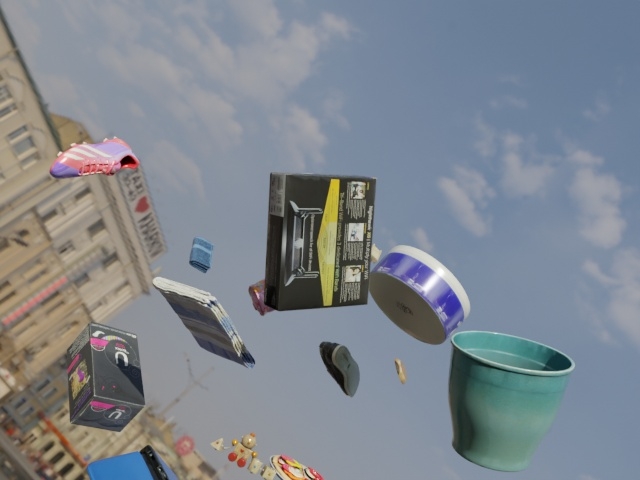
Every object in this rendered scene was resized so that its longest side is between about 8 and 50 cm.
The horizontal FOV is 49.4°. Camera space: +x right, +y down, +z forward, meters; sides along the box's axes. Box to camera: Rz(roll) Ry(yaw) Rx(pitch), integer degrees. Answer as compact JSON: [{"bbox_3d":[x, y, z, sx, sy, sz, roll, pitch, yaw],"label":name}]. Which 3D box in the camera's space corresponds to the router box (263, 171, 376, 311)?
[{"bbox_3d":[0.000,0.000,1.601,0.081,0.243,0.308,15,-77,58],"label":"router box"}]

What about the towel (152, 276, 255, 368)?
[{"bbox_3d":[-0.287,0.206,1.718,0.209,0.034,0.285,14,-36,34],"label":"towel"}]

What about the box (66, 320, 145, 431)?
[{"bbox_3d":[-0.628,0.396,2.027,0.165,0.143,0.270,24,31,-39],"label":"box"}]

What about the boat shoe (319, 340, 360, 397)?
[{"bbox_3d":[0.061,0.387,2.099,0.079,0.084,0.233,10,-40,34],"label":"boat shoe"}]

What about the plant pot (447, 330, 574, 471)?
[{"bbox_3d":[0.409,0.368,1.573,0.272,0.272,0.255,17,-78,46],"label":"plant pot"}]

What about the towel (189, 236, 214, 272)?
[{"bbox_3d":[-0.341,0.037,1.998,0.067,0.119,0.029,31,-59,-22],"label":"towel"}]

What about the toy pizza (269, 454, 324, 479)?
[{"bbox_3d":[-0.043,0.610,1.793,0.201,0.032,0.201,34,-1,0],"label":"toy pizza"}]

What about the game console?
[{"bbox_3d":[-0.480,0.723,1.924,0.293,0.173,0.250,36,-24,53],"label":"game console"}]

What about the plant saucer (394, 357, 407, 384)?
[{"bbox_3d":[0.246,0.395,2.108,0.083,0.015,0.083,-20,90,-78],"label":"plant saucer"}]

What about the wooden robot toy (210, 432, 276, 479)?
[{"bbox_3d":[-0.174,0.505,1.674,0.173,0.079,0.076,31,-10,3],"label":"wooden robot toy"}]

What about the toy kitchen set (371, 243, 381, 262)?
[{"bbox_3d":[0.122,0.046,2.033,0.068,0.075,0.083,44,-65,-6],"label":"toy kitchen set"}]

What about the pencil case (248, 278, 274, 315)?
[{"bbox_3d":[-0.100,0.155,2.372,0.124,0.284,0.124,55,-21,33],"label":"pencil case"}]

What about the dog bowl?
[{"bbox_3d":[0.251,0.144,1.812,0.265,0.104,0.265,38,-23,19],"label":"dog bowl"}]

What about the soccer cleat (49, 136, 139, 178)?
[{"bbox_3d":[-0.548,-0.190,1.700,0.095,0.248,0.083,41,-60,7],"label":"soccer cleat"}]
